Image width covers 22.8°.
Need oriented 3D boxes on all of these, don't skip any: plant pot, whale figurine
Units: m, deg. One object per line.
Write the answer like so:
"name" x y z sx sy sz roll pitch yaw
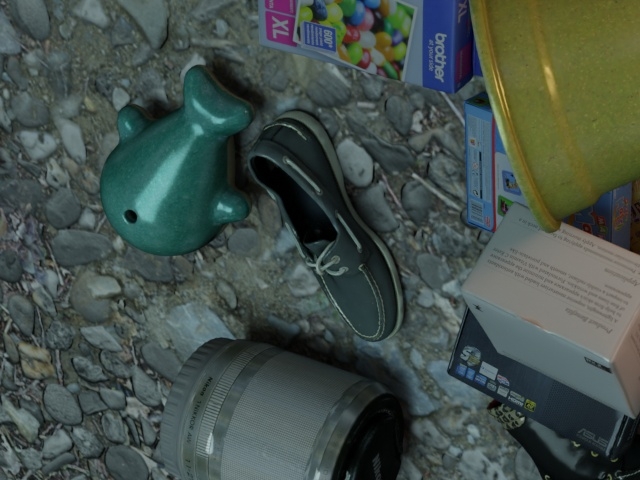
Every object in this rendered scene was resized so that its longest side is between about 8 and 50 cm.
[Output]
"plant pot" 0.305 -0.170 1.529 0.254 0.276 0.276 -15 110 16
"whale figurine" -0.184 -0.092 2.009 0.216 0.141 0.272 41 132 7

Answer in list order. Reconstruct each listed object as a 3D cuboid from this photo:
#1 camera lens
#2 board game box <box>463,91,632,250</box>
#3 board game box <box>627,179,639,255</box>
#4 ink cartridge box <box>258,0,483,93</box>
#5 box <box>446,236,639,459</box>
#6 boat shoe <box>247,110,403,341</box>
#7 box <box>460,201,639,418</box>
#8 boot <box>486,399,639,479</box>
"camera lens" -0.043 0.259 2.080 0.274 0.219 0.219 17 126 26
"board game box" 0.250 -0.060 1.760 0.211 0.039 0.160 26 132 41
"board game box" 0.423 -0.045 1.663 0.243 0.042 0.165 -33 86 43
"ink cartridge box" 0.071 -0.277 1.772 0.311 0.065 0.185 16 126 24
"box" 0.276 0.119 1.826 0.233 0.059 0.183 27 112 28
"boat shoe" 0.000 0.000 1.967 0.116 0.099 0.319 -11 111 39
"box" 0.267 0.075 1.663 0.181 0.119 0.182 26 166 28
"boot" 0.317 0.231 1.894 0.178 0.085 0.236 51 142 -3
